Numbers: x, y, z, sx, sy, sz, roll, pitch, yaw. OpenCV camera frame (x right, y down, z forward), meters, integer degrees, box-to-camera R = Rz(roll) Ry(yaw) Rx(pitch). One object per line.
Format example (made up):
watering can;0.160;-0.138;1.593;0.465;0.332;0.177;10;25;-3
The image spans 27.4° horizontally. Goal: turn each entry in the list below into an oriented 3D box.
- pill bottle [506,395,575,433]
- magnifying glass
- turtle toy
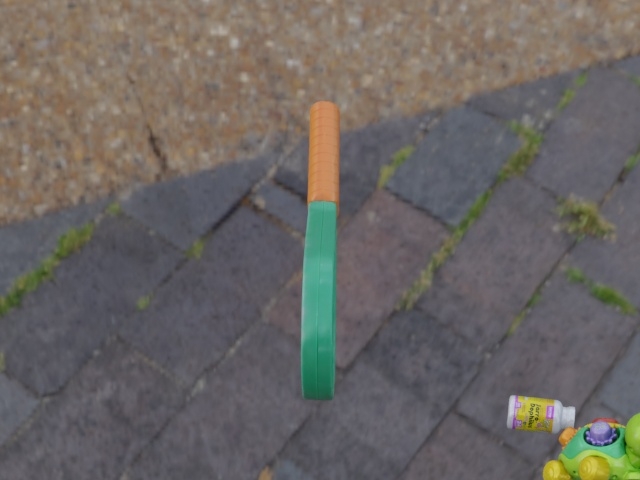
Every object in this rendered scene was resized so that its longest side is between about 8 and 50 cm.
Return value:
pill bottle;0.280;0.222;1.669;0.083;0.043;0.043;5;57;9
magnifying glass;0.000;0.000;0.865;0.026;0.092;0.231;1;52;3
turtle toy;0.269;0.193;1.191;0.095;0.130;0.066;14;70;-28
